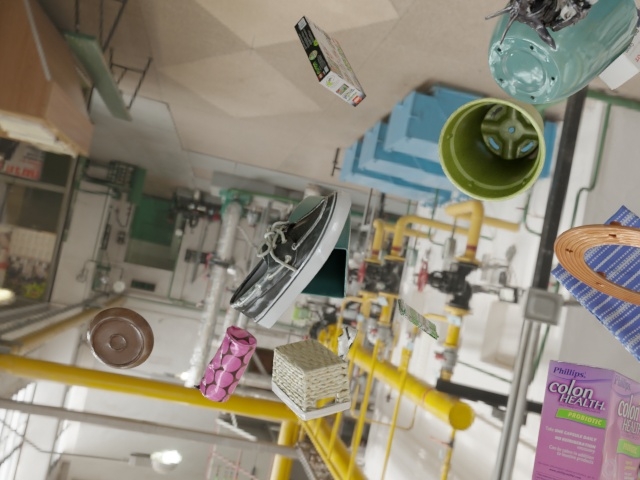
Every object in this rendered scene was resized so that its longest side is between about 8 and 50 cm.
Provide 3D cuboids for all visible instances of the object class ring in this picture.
[{"bbox_3d":[0.622,0.053,1.187,0.336,0.032,0.336,24,164,8],"label":"ring"}]

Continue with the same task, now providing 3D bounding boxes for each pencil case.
[{"bbox_3d":[-0.241,0.313,1.584,0.095,0.209,0.098,15,-153,-34],"label":"pencil case"}]

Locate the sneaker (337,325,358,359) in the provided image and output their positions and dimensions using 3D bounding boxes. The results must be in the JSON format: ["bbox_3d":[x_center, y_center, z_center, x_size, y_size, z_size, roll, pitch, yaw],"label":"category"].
[{"bbox_3d":[0.061,0.274,1.635,0.043,0.109,0.040,24,-168,5],"label":"sneaker"}]

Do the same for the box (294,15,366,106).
[{"bbox_3d":[0.019,-0.381,1.310,0.036,0.207,0.114,-41,138,25],"label":"box"}]

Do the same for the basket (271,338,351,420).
[{"bbox_3d":[-0.023,0.281,1.280,0.113,0.103,0.167,-8,-167,-27],"label":"basket"}]

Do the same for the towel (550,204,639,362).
[{"bbox_3d":[0.735,0.108,1.424,0.040,0.243,0.336,25,-158,-54],"label":"towel"}]

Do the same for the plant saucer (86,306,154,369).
[{"bbox_3d":[-0.500,0.249,1.536,0.168,0.168,0.029,12,-166,-4],"label":"plant saucer"}]

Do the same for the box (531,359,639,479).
[{"bbox_3d":[0.499,0.364,1.136,0.117,0.243,0.213,1,162,43],"label":"box"}]

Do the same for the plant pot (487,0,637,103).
[{"bbox_3d":[0.528,-0.458,1.425,0.293,0.235,0.293,37,159,17],"label":"plant pot"}]

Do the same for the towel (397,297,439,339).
[{"bbox_3d":[0.313,0.247,1.972,0.152,0.023,0.113,36,-164,-7],"label":"towel"}]

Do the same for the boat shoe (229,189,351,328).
[{"bbox_3d":[-0.061,0.022,1.096,0.105,0.306,0.113,30,-149,-14],"label":"boat shoe"}]

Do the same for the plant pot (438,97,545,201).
[{"bbox_3d":[0.496,-0.276,1.695,0.276,0.276,0.254,10,-154,27],"label":"plant pot"}]

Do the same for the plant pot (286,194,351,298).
[{"bbox_3d":[0.000,0.000,1.558,0.165,0.166,0.234,7,-140,7],"label":"plant pot"}]

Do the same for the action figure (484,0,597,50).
[{"bbox_3d":[0.367,-0.393,0.884,0.275,0.164,0.141,-30,165,16],"label":"action figure"}]

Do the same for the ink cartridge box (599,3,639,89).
[{"bbox_3d":[0.722,-0.529,1.557,0.237,0.172,0.100,43,158,-3],"label":"ink cartridge box"}]
